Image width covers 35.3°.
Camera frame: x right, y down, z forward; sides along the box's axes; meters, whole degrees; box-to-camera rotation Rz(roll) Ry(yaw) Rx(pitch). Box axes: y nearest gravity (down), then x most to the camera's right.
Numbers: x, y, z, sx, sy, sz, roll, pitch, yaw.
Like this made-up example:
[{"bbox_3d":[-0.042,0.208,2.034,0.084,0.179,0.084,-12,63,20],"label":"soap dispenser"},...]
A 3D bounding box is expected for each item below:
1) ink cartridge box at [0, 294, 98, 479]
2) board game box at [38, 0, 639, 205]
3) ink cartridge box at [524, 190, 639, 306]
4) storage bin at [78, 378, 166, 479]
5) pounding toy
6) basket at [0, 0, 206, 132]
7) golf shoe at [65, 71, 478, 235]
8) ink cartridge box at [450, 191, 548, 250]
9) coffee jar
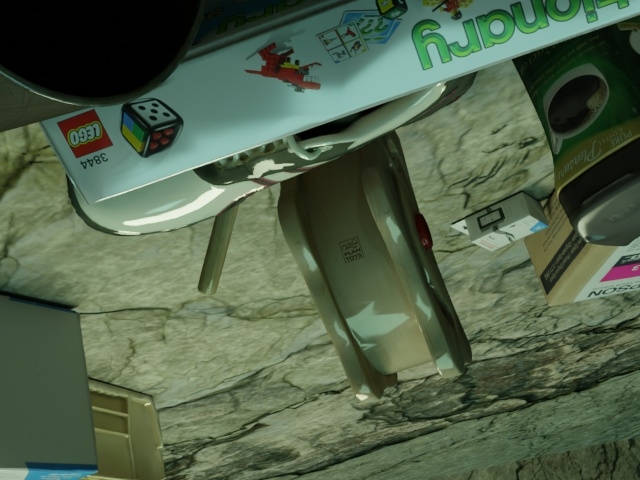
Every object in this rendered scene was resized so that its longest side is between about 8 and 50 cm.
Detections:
[{"bbox_3d":[-0.360,0.168,0.946,0.233,0.168,0.171,-25,156,27],"label":"ink cartridge box"},{"bbox_3d":[0.032,-0.125,0.480,0.305,0.193,0.053,-18,117,10],"label":"board game box"},{"bbox_3d":[0.346,-0.023,1.005,0.235,0.088,0.193,-11,156,-7],"label":"ink cartridge box"},{"bbox_3d":[-0.367,0.271,1.244,0.262,0.123,0.260,-21,157,16],"label":"storage bin"},{"bbox_3d":[0.000,0.000,0.754,0.155,0.269,0.154,-20,-164,14],"label":"pounding toy"},{"bbox_3d":[-0.177,-0.111,0.402,0.227,0.204,0.154,-20,163,38],"label":"basket"},{"bbox_3d":[-0.035,-0.080,0.589,0.273,0.105,0.120,-25,-170,6],"label":"golf shoe"},{"bbox_3d":[0.179,-0.015,1.005,0.083,0.028,0.048,-26,154,28],"label":"ink cartridge box"},{"bbox_3d":[0.176,-0.092,0.621,0.079,0.184,0.096,4,152,-36],"label":"coffee jar"}]
